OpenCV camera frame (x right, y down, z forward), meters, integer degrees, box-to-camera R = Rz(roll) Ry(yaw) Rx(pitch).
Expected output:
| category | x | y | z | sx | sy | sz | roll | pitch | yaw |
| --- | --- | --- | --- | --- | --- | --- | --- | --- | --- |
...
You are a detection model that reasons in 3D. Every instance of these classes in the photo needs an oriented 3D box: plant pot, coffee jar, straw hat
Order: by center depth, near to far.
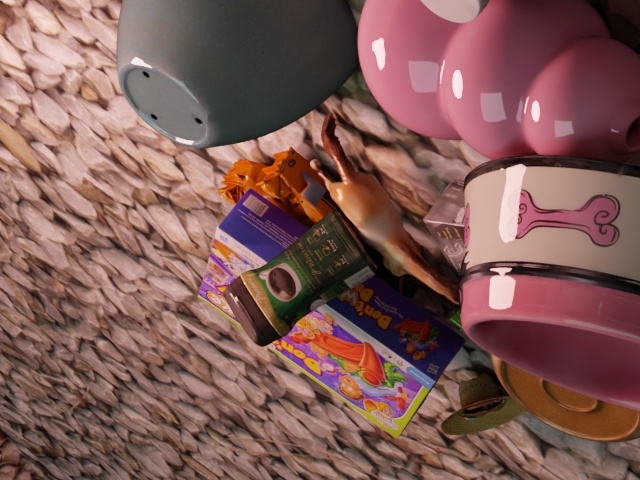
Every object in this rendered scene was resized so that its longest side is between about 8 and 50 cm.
| category | x | y | z | sx | sy | sz | roll | pitch | yaw |
| --- | --- | --- | --- | --- | --- | --- | --- | --- | --- |
| plant pot | -0.126 | -0.223 | 2.015 | 0.290 | 0.195 | 0.290 | 28 | 152 | 17 |
| plant pot | 0.311 | 0.176 | 2.108 | 0.236 | 0.032 | 0.236 | 22 | 148 | 15 |
| coffee jar | -0.027 | 0.051 | 2.156 | 0.096 | 0.184 | 0.079 | 57 | -177 | 16 |
| straw hat | 0.227 | 0.222 | 2.443 | 0.144 | 0.144 | 0.061 | 107 | 149 | -62 |

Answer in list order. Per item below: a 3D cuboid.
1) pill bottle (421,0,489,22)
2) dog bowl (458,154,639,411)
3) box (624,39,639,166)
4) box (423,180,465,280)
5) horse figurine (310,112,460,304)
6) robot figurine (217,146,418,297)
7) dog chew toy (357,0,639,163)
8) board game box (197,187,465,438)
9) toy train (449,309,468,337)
| category | x | y | z | sx | sy | sz | roll | pitch | yaw |
| --- | --- | --- | --- | --- | --- | --- | --- | --- | --- |
| pill bottle | 0.161 | -0.286 | 1.571 | 0.103 | 0.184 | 0.103 | 29 | 153 | 17 |
| dog bowl | 0.316 | 0.063 | 1.656 | 0.408 | 0.150 | 0.408 | 17 | 168 | 4 |
| box | 0.422 | -0.048 | 1.759 | 0.257 | 0.079 | 0.322 | 26 | 151 | 19 |
| box | 0.294 | 0.068 | 2.101 | 0.242 | 0.076 | 0.307 | 8 | 142 | 45 |
| horse figurine | 0.069 | -0.032 | 2.162 | 0.263 | 0.066 | 0.174 | 55 | 177 | -20 |
| robot figurine | 0.000 | 0.000 | 2.342 | 0.291 | 0.085 | 0.211 | 48 | 153 | -20 |
| dog chew toy | 0.188 | -0.166 | 1.657 | 0.332 | 0.206 | 0.206 | 35 | 158 | 42 |
| board game box | 0.008 | 0.103 | 2.312 | 0.347 | 0.078 | 0.233 | 35 | 154 | 7 |
| toy train | 0.200 | 0.118 | 2.187 | 0.083 | 0.023 | 0.017 | 36 | 156 | 10 |
